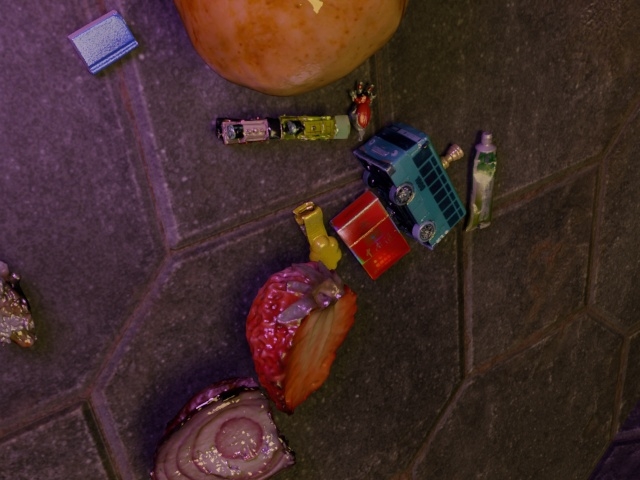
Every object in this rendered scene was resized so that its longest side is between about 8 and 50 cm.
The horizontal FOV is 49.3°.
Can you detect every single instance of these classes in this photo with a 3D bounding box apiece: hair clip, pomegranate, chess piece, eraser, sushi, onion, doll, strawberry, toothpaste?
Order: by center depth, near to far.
[{"bbox_3d":[-0.038,-0.385,1.012,0.409,0.410,0.411,-15,120,-28],"label":"pomegranate"},{"bbox_3d":[-0.327,-0.300,1.054,0.084,0.027,0.063,-37,127,-14],"label":"eraser"},{"bbox_3d":[-0.507,0.085,1.075,0.097,0.103,0.226,-52,135,-25],"label":"sushi"},{"bbox_3d":[0.078,-0.251,1.355,0.057,0.039,0.114,-14,113,-63],"label":"doll"},{"bbox_3d":[-0.217,0.392,1.411,0.279,0.146,0.315,-22,132,-9],"label":"onion"},{"bbox_3d":[-0.060,0.197,1.417,0.265,0.149,0.336,-33,143,-47],"label":"strawberry"},{"bbox_3d":[0.000,0.000,1.419,0.072,0.046,0.173,-30,128,-15],"label":"hair clip"},{"bbox_3d":[0.270,-0.171,1.533,0.092,0.035,0.035,-40,129,-7],"label":"chess piece"},{"bbox_3d":[0.376,-0.133,1.619,0.078,0.047,0.248,-17,123,-23],"label":"toothpaste"}]

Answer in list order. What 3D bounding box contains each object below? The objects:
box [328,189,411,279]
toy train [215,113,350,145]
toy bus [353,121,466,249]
[{"bbox_3d":[0.108,-0.009,1.478,0.112,0.048,0.175,-40,129,-1],"label":"box"},{"bbox_3d":[-0.068,-0.200,1.250,0.249,0.085,0.053,-8,100,-32],"label":"toy train"},{"bbox_3d":[0.189,-0.117,1.441,0.147,0.128,0.256,-44,131,-9],"label":"toy bus"}]
